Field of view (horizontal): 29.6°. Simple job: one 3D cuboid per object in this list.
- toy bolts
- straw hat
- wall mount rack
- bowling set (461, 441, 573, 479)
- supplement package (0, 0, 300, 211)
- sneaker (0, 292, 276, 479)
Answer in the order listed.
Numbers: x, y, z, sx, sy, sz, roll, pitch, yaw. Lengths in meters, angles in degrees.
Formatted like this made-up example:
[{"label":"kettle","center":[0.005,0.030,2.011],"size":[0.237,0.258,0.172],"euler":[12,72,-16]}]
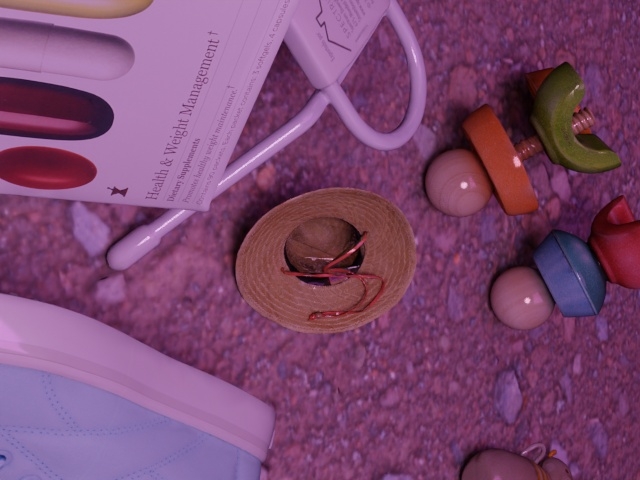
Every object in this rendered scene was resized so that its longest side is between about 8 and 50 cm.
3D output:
[{"label":"toy bolts","center":[0.195,-0.034,1.115],"size":[0.228,0.158,0.218],"euler":[61,8,-13]},{"label":"straw hat","center":[0.000,0.000,0.910],"size":[0.144,0.144,0.061],"euler":[43,20,-37]},{"label":"wall mount rack","center":[-0.078,-0.164,0.798],"size":[0.350,0.130,0.304],"euler":[55,48,-29]},{"label":"bowling set","center":[0.227,0.329,1.055],"size":[0.154,0.199,0.287],"euler":[16,81,-47]},{"label":"supplement package","center":[-0.134,-0.136,0.599],"size":[0.203,0.194,0.149],"euler":[4,48,-23]},{"label":"sneaker","center":[-0.161,0.123,0.679],"size":[0.366,0.135,0.150],"euler":[27,65,-43]}]
